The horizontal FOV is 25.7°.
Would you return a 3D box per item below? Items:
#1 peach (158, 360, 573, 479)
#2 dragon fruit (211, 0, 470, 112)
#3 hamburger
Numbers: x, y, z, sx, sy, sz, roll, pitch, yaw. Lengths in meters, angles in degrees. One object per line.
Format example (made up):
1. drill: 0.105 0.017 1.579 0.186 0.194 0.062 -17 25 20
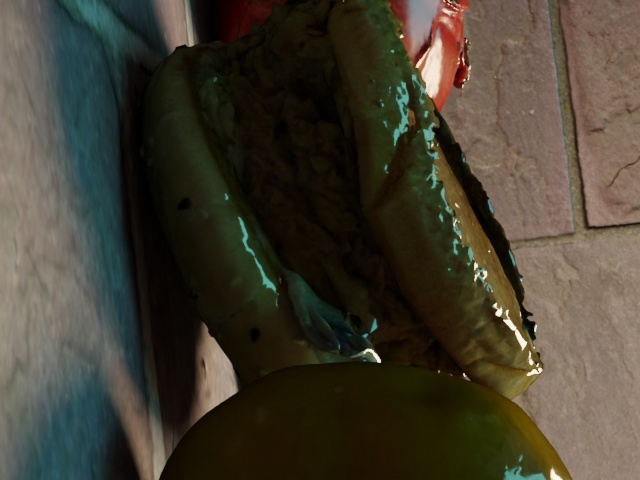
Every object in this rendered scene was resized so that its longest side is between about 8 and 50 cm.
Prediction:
1. peach: 0.026 0.183 0.774 0.153 0.251 0.251 -89 171 -71
2. dragon fruit: 0.014 -0.196 1.229 0.241 0.241 0.252 -85 -179 -63
3. hamburger: 0.009 -0.024 0.929 0.277 0.195 0.318 46 21 -60
